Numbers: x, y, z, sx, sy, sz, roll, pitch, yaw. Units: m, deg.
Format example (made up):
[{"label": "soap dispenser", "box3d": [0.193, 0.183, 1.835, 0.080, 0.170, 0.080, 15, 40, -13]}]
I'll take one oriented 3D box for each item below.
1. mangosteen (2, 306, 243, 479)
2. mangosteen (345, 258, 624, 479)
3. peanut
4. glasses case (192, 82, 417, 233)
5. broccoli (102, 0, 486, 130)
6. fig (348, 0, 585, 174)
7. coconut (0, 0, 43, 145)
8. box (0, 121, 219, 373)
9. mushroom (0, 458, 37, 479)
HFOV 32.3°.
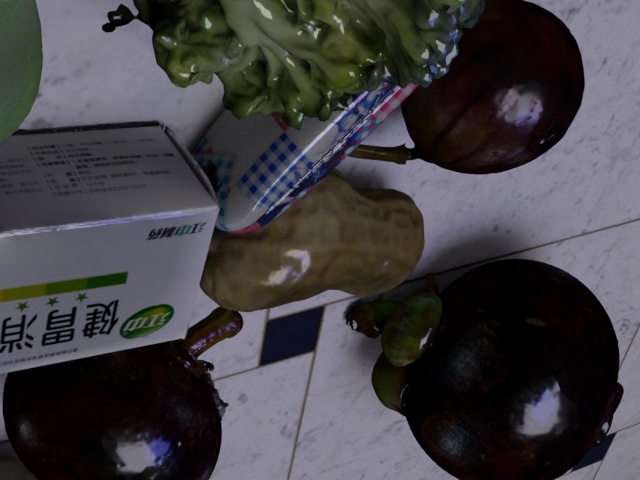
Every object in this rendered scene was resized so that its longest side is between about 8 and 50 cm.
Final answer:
[{"label": "mangosteen", "box3d": [-0.187, 0.157, 1.138, 0.261, 0.235, 0.235, -42, 141, -3]}, {"label": "mangosteen", "box3d": [0.216, 0.159, 1.453, 0.306, 0.360, 0.306, -58, 165, -26]}, {"label": "peanut", "box3d": [0.000, -0.008, 1.193, 0.291, 0.143, 0.159, -5, 123, -41]}, {"label": "glasses case", "box3d": [0.000, -0.140, 1.071, 0.327, 0.125, 0.076, -44, 142, 8]}, {"label": "broccoli", "box3d": [-0.033, -0.231, 0.791, 0.281, 0.348, 0.293, 23, 107, -36]}, {"label": "fig", "box3d": [0.156, -0.136, 1.161, 0.204, 0.186, 0.249, -18, 151, -53]}, {"label": "coconut", "box3d": [-0.331, -0.133, 0.668, 0.328, 0.328, 0.281, -14, 138, -27]}, {"label": "box", "box3d": [-0.268, 0.008, 1.001, 0.333, 0.145, 0.173, -8, 135, -32]}, {"label": "mushroom", "box3d": [-0.352, 0.354, 1.251, 0.226, 0.178, 0.226, -25, 149, -16]}]
